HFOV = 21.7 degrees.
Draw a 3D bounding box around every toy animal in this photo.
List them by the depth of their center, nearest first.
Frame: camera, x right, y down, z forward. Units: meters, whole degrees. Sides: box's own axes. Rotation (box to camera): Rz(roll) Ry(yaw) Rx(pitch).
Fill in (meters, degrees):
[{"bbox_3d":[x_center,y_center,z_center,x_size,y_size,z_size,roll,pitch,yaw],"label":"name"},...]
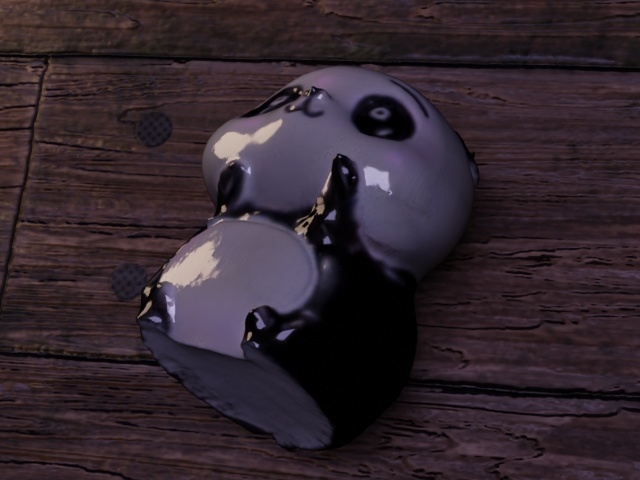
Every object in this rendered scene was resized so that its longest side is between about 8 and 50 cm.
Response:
[{"bbox_3d":[0.000,0.000,1.430,0.251,0.251,0.310,23,68,20],"label":"toy animal"}]
